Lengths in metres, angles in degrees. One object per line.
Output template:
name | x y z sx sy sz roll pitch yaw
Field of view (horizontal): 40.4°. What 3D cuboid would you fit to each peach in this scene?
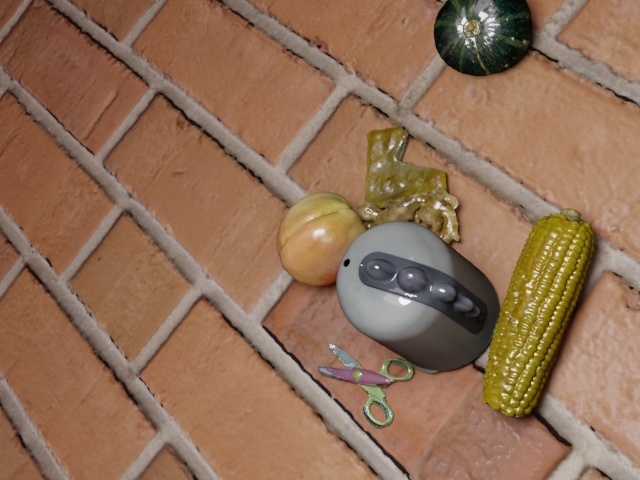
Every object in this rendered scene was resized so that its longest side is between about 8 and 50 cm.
peach | 0.000 0.000 1.673 0.184 0.184 0.184 -11 66 26

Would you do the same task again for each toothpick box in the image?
toothpick box | 0.165 0.092 1.448 0.229 0.316 0.229 -11 66 26

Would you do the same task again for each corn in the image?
corn | 0.360 0.117 1.444 0.120 0.120 0.363 15 80 34

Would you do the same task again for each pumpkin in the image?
pumpkin | 0.310 -0.405 1.664 0.190 0.146 0.190 1 96 13

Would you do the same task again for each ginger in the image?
ginger | 0.176 -0.041 1.648 0.176 0.052 0.193 -47 72 17

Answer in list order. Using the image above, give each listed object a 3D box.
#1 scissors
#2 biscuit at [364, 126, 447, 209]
scissors | 0.076 0.254 1.616 0.187 0.020 0.133 25 89 34
biscuit | 0.165 -0.148 1.713 0.174 0.039 0.183 -12 66 28
